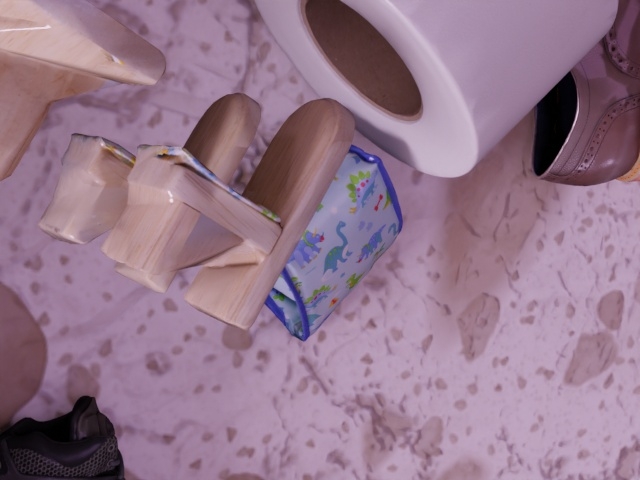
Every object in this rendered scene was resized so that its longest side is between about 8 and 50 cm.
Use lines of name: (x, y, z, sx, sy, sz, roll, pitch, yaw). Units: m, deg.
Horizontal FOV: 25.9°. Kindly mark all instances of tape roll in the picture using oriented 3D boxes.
tape roll: (0.084, -0.193, 1.081, 0.169, 0.246, 0.246, -45, 114, -14)

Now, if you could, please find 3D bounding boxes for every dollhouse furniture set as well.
dollhouse furniture set: (-0.196, -0.167, 0.856, 0.362, 0.394, 0.256, 32, 82, -27)

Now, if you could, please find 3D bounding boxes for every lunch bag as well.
lunch bag: (0.000, 0.000, 1.152, 0.129, 0.096, 0.151, -47, 144, -14)

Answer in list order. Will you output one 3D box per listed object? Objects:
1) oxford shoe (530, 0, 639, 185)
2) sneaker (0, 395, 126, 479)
oxford shoe: (0.238, -0.224, 1.224, 0.133, 0.130, 0.364, -9, 101, -19)
sneaker: (-0.164, 0.209, 1.099, 0.227, 0.087, 0.130, 31, 89, -22)
